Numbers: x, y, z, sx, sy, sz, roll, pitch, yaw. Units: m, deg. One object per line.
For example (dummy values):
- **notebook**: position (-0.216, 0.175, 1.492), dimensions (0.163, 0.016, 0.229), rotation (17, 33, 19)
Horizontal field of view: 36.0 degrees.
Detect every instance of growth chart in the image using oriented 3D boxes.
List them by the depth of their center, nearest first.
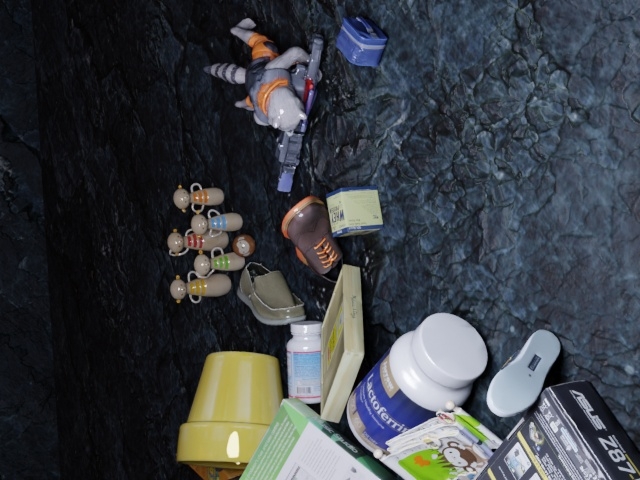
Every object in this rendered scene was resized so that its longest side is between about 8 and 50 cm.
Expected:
- **growth chart**: position (0.204, 0.354, 1.630), dimensions (0.237, 0.172, 0.021), rotation (-43, 18, 42)

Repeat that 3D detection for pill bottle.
- **pill bottle**: position (0.163, 0.245, 1.663), dimensions (0.264, 0.153, 0.153), rotation (-57, 48, 44)
- **pill bottle**: position (-0.025, 0.248, 2.021), dimensions (0.087, 0.087, 0.160), rotation (4, 97, 58)

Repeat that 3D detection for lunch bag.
- **lunch bag**: position (0.075, -0.370, 1.803), dimensions (0.098, 0.067, 0.065), rotation (55, 137, 41)

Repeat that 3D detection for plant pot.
- **plant pot**: position (-0.179, 0.373, 2.157), dimensions (0.254, 0.254, 0.239), rotation (-22, 61, 57)

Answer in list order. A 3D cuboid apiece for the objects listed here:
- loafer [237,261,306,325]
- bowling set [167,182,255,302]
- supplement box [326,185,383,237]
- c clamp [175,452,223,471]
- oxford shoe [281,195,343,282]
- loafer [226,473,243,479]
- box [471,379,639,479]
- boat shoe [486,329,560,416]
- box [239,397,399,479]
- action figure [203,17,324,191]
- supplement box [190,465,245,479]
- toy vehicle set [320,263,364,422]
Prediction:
- **loafer**: position (-0.113, 0.113, 2.136), dimensions (0.251, 0.094, 0.087), rotation (28, 121, 53)
- **bowling set**: position (-0.258, -0.001, 2.297), dimensions (0.200, 0.154, 0.287), rotation (-10, 85, 58)
- **supplement box**: position (0.064, -0.054, 1.845), dimensions (0.056, 0.083, 0.083), rotation (-21, 77, 58)
- **c clamp**: position (-0.252, 0.516, 2.378), dimensions (0.161, 0.137, 0.022), rotation (16, 125, 50)
- **oxford shoe**: position (0.000, 0.000, 1.872), dimensions (0.098, 0.097, 0.271), rotation (48, 175, 23)
- **loafer**: position (-0.165, 0.681, 2.276), dimensions (0.134, 0.130, 0.366), rotation (34, 137, 35)
- **box**: position (0.380, 0.450, 1.400), dimensions (0.395, 0.097, 0.318), rotation (59, 138, 35)
- **boat shoe**: position (0.290, 0.212, 1.453), dimensions (0.065, 0.183, 0.083), rotation (40, 138, 12)
- **box**: position (0.003, 0.486, 1.877), dimensions (0.322, 0.058, 0.232), rotation (35, 103, 26)
- **action figure**: position (-0.117, -0.278, 2.029), dimensions (0.330, 0.178, 0.341), rotation (-135, 51, -58)
- **supplement box**: position (-0.245, 0.555, 2.419), dimensions (0.233, 0.080, 0.078), rotation (21, 114, 52)
- **toy vehicle set**: position (0.038, 0.187, 1.846), dimensions (0.267, 0.035, 0.166), rotation (-89, 15, -56)
